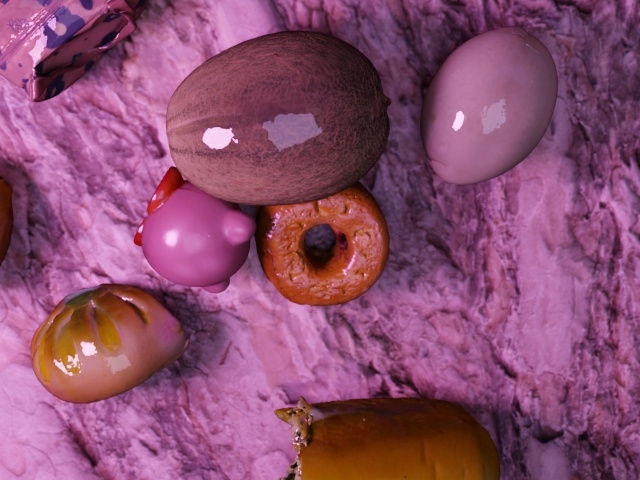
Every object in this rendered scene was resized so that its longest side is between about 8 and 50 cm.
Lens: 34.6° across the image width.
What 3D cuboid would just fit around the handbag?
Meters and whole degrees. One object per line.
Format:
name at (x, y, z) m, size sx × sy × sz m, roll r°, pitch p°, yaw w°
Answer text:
handbag at (-0.367, -0.317, 1.420) m, size 0.251 × 0.193 × 0.190 m, roll -44°, pitch 104°, yaw 9°

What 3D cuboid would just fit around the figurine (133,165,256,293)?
figurine at (-0.188, -0.009, 1.564) m, size 0.173 × 0.173 × 0.173 m, roll -2°, pitch 110°, yaw -6°

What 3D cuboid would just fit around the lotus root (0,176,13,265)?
lotus root at (-0.555, -0.033, 1.536) m, size 0.180 × 0.199 × 0.188 m, roll -58°, pitch 149°, yaw -17°

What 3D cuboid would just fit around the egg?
egg at (0.250, -0.199, 1.537) m, size 0.186 × 0.186 × 0.253 m, roll 24°, pitch 104°, yaw -14°

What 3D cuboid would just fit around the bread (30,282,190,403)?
bread at (-0.344, 0.166, 1.616) m, size 0.260 × 0.156 × 0.158 m, roll -24°, pitch 112°, yaw 2°

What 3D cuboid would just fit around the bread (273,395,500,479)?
bread at (0.104, 0.365, 1.702) m, size 0.376 × 0.251 × 0.209 m, roll 2°, pitch 93°, yaw -5°

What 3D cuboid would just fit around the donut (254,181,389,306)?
donut at (0.002, -0.002, 1.620) m, size 0.226 × 0.114 × 0.227 m, roll -2°, pitch 108°, yaw -7°

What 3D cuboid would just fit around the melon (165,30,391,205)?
melon at (-0.060, -0.174, 1.481) m, size 0.329 × 0.248 × 0.249 m, roll -10°, pitch 111°, yaw 1°
